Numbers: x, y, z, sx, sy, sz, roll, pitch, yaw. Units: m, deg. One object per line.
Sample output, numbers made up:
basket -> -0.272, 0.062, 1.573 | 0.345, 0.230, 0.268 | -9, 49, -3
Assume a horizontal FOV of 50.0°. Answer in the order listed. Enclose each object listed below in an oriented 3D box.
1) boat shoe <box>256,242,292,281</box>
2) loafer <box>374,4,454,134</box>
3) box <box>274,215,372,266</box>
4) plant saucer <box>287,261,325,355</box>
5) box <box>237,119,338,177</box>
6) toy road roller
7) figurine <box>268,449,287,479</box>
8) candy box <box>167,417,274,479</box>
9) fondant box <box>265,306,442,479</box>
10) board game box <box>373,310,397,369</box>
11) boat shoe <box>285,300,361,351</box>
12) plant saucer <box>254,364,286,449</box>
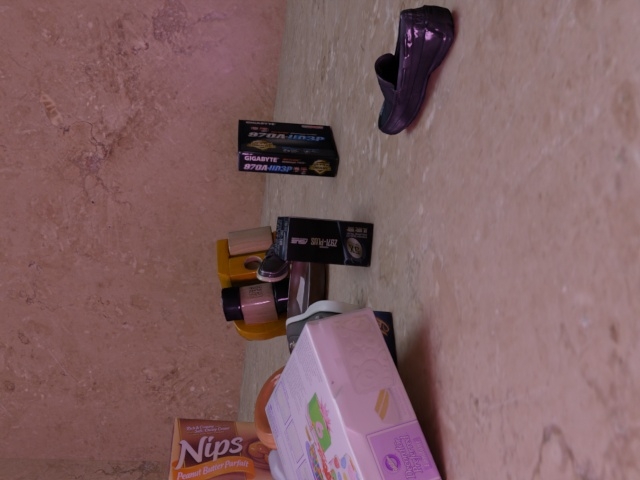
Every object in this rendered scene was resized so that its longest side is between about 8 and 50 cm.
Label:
boat shoe -> -0.109, 0.038, 1.796 | 0.223, 0.080, 0.074 | -51, -30, -63
loafer -> 0.108, -0.226, 0.925 | 0.223, 0.078, 0.076 | 112, 161, -59
box -> 0.000, 0.000, 1.235 | 0.180, 0.147, 0.078 | -170, 85, -79
plant saucer -> -0.034, 0.131, 1.644 | 0.310, 0.050, 0.311 | -176, 90, -80
box -> -0.079, -0.211, 1.563 | 0.175, 0.220, 0.051 | -99, 14, -56
toy road roller -> -0.180, 0.143, 1.994 | 0.241, 0.202, 0.330 | 83, 177, -48
figurine -> -0.053, 0.503, 1.497 | 0.209, 0.092, 0.215 | -109, 24, -56
candy box -> -0.217, 0.549, 1.714 | 0.183, 0.316, 0.088 | -97, 16, -50
fondant box -> 0.026, 0.271, 0.916 | 0.330, 0.096, 0.238 | 112, 142, -57
board game box -> 0.065, 0.240, 1.059 | 0.243, 0.042, 0.165 | 108, 164, -51
boat shoe -> -0.005, 0.188, 1.287 | 0.305, 0.109, 0.091 | 130, 148, -67
plant saucer -> -0.075, 0.349, 1.482 | 0.200, 0.037, 0.200 | -30, 41, 30
